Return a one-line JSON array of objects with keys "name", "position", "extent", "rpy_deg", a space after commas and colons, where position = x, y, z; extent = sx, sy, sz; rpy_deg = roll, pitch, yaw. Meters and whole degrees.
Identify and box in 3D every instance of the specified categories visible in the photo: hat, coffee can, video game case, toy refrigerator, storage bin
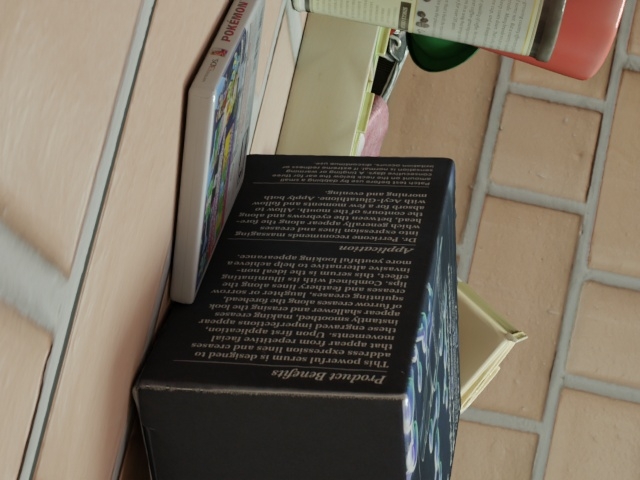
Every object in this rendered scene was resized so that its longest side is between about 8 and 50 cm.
[{"name": "hat", "position": [0.115, -0.322, 1.910], "extent": [0.173, 0.183, 0.208], "rpy_deg": [-36, -136, 33]}, {"name": "coffee can", "position": [0.126, -0.311, 1.574], "extent": [0.201, 0.275, 0.201], "rpy_deg": [12, 90, -86]}, {"name": "video game case", "position": [-0.082, -0.081, 1.205], "extent": [0.183, 0.023, 0.201], "rpy_deg": [-73, 174, -53]}, {"name": "toy refrigerator", "position": [0.019, -0.180, 1.760], "extent": [0.102, 0.094, 0.269], "rpy_deg": [76, 26, -80]}, {"name": "storage bin", "position": [0.092, 0.068, 1.693], "extent": [0.123, 0.262, 0.260], "rpy_deg": [-49, 170, 4]}]

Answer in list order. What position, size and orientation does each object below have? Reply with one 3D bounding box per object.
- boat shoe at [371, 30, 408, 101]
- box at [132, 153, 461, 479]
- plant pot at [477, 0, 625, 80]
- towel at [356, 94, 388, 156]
[{"name": "boat shoe", "position": [0.084, -0.284, 2.130], "extent": [0.119, 0.121, 0.335], "rpy_deg": [-79, -179, -64]}, {"name": "box", "position": [0.003, 0.138, 1.325], "extent": [0.395, 0.212, 0.293], "rpy_deg": [-71, 160, -58]}, {"name": "plant pot", "position": [0.221, -0.341, 1.779], "extent": [0.275, 0.243, 0.275], "rpy_deg": [-172, -90, -85]}, {"name": "towel", "position": [0.000, 0.000, 1.916], "extent": [0.329, 0.037, 0.237], "rpy_deg": [-60, 167, -28]}]
